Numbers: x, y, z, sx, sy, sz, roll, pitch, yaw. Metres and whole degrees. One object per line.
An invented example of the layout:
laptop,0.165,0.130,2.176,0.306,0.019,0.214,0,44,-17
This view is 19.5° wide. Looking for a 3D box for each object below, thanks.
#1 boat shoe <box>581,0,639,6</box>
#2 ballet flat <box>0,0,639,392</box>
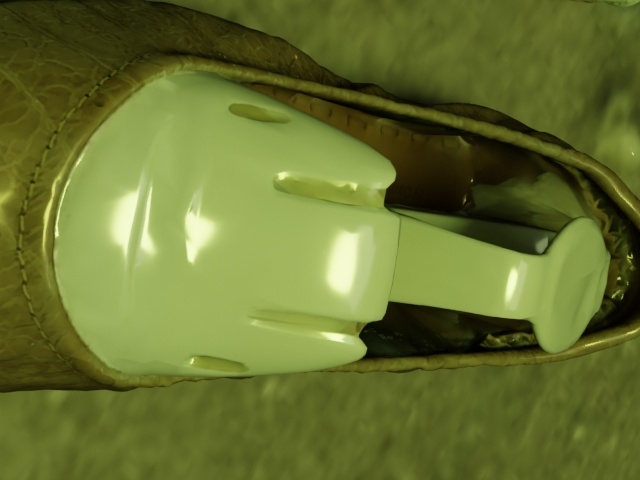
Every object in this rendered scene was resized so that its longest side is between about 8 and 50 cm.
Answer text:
boat shoe,0.117,-0.177,0.678,0.072,0.068,0.190,-13,113,-34
ballet flat,0.000,0.000,0.552,0.342,0.124,0.116,8,96,-50
